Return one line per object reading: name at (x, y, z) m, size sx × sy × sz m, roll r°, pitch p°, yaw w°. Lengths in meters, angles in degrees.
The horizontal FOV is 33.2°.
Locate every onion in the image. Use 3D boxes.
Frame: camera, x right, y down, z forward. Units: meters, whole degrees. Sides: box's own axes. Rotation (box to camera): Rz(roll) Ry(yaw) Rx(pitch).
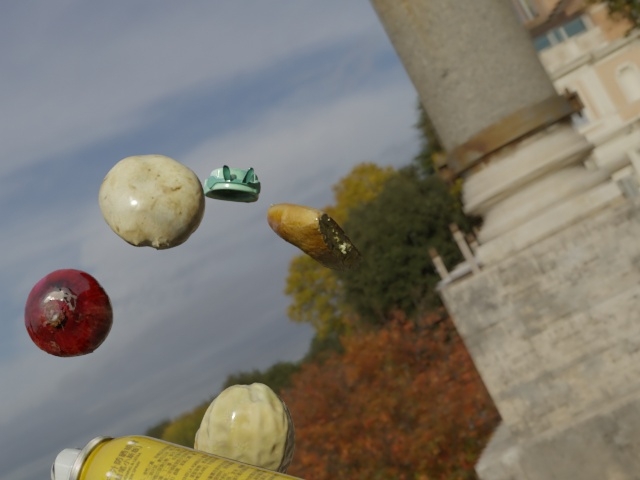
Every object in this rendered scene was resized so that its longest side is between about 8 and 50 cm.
onion at (-0.364, 0.107, 1.550) m, size 0.131 × 0.131 × 0.131 m, roll -26°, pitch -8°, yaw -4°

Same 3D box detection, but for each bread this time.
bread at (-0.009, -0.012, 1.496) m, size 0.054 × 0.154 × 0.136 m, roll -61°, pitch -3°, yaw -15°

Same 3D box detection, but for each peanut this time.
peanut at (-0.097, 0.306, 1.347) m, size 0.130 × 0.290 × 0.130 m, roll 3°, pitch 21°, yaw -1°

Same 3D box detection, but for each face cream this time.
face cream at (-0.103, 0.254, 1.007) m, size 0.349 × 0.105 × 0.105 m, roll 9°, pitch 8°, yaw 24°

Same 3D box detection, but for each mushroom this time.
mushroom at (-0.263, -0.057, 1.678) m, size 0.166 × 0.166 × 0.127 m, roll -22°, pitch -36°, yaw -29°

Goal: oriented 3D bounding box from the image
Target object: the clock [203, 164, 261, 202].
clock at (-0.155, -0.102, 1.929) m, size 0.101 × 0.041 × 0.135 m, roll 7°, pitch -12°, yaw -11°
